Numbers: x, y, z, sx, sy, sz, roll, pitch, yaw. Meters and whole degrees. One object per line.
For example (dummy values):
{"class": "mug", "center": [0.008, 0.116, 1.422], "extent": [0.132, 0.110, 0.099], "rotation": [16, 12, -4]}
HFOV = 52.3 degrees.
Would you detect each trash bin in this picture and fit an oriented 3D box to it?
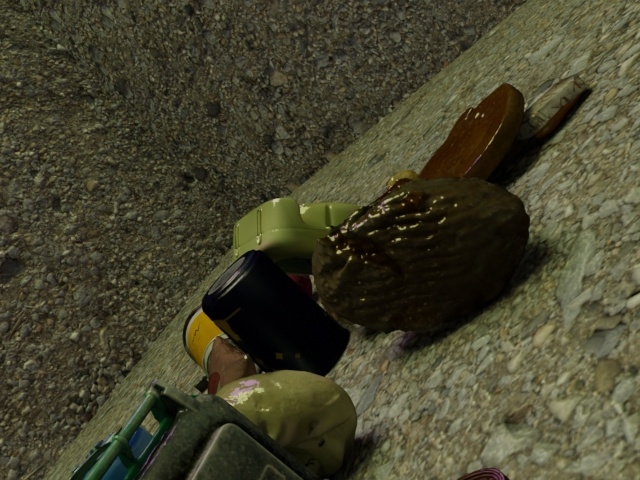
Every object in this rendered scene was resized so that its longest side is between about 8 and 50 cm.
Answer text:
{"class": "trash bin", "center": [-0.196, 0.385, 0.772], "extent": [0.381, 0.295, 0.259], "rotation": [-44, 9, 33]}

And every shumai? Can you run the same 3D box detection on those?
{"class": "shumai", "center": [0.167, -0.017, 1.047], "extent": [0.345, 0.217, 0.283], "rotation": [-26, 17, 30]}

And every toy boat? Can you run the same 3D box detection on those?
{"class": "toy boat", "center": [-0.276, 0.273, 0.739], "extent": [0.149, 0.034, 0.105], "rotation": [-45, -7, -24]}

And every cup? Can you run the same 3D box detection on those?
{"class": "cup", "center": [-0.122, 0.179, 1.296], "extent": [0.255, 0.256, 0.178], "rotation": [-40, 12, 25]}
{"class": "cup", "center": [-0.240, 0.262, 1.641], "extent": [0.196, 0.196, 0.279], "rotation": [-46, 18, -6]}

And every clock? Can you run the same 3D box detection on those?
{"class": "clock", "center": [0.000, 0.000, 1.430], "extent": [0.286, 0.348, 0.118], "rotation": [-25, 64, 59]}

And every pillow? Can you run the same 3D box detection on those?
{"class": "pillow", "center": [-0.167, 0.307, 1.218], "extent": [0.083, 0.236, 0.223], "rotation": [-1, -1, -19]}

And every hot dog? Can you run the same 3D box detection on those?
{"class": "hot dog", "center": [0.469, -0.268, 1.327], "extent": [0.191, 0.059, 0.108], "rotation": [-43, 17, -17]}

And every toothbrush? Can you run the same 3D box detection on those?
{"class": "toothbrush", "center": [-0.238, 0.312, 1.824], "extent": [0.297, 0.030, 0.030], "rotation": [-44, 2, -5]}

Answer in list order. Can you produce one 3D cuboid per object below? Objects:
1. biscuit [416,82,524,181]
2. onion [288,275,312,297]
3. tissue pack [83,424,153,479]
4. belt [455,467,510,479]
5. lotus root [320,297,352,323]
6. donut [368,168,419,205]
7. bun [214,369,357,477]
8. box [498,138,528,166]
{"class": "biscuit", "center": [0.308, -0.175, 1.407], "extent": [0.367, 0.063, 0.314], "rotation": [-50, 11, 42]}
{"class": "onion", "center": [-0.103, 0.138, 1.677], "extent": [0.177, 0.154, 0.177], "rotation": [-31, 17, 11]}
{"class": "tissue pack", "center": [-0.350, 0.490, 1.129], "extent": [0.146, 0.198, 0.263], "rotation": [-29, 19, 44]}
{"class": "belt", "center": [0.150, 0.253, 0.617], "extent": [0.083, 0.036, 0.059], "rotation": [-38, 19, 30]}
{"class": "lotus root", "center": [0.107, 0.041, 1.237], "extent": [0.284, 0.146, 0.160], "rotation": [-52, -6, -38]}
{"class": "donut", "center": [0.202, -0.110, 1.636], "extent": [0.141, 0.085, 0.217], "rotation": [-34, 13, 43]}
{"class": "bun", "center": [-0.063, 0.279, 0.898], "extent": [0.237, 0.209, 0.116], "rotation": [-53, 21, 29]}
{"class": "box", "center": [0.395, -0.203, 1.404], "extent": [0.105, 0.037, 0.105], "rotation": [-42, 11, 10]}
